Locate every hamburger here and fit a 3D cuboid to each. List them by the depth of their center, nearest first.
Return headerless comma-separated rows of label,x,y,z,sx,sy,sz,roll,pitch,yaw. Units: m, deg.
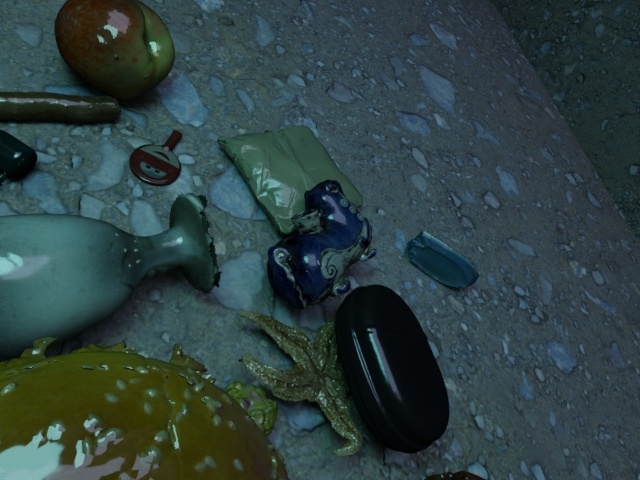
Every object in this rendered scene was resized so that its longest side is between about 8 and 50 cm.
hamburger,-0.241,0.234,0.443,0.445,0.268,0.287,7,52,-26

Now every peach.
peach,-0.425,-0.392,0.867,0.232,0.232,0.233,16,52,-22

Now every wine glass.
wine glass,-0.333,0.038,0.618,0.356,0.190,0.191,-18,70,-38

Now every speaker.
speaker,-0.528,-0.128,0.707,0.075,0.060,0.095,34,83,-8

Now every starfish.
starfish,-0.002,0.222,0.785,0.299,0.060,0.302,49,33,15

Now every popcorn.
popcorn,-0.116,0.272,0.656,0.096,0.109,0.089,11,92,10

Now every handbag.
handbag,0.140,0.228,0.803,0.253,0.093,0.308,16,49,-51

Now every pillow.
pillow,-0.056,-0.161,1.004,0.280,0.076,0.274,-22,72,-41

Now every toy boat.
toy boat,0.318,0.040,1.094,0.215,0.088,0.102,33,44,-7

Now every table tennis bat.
table tennis bat,-0.328,-0.174,0.884,0.098,0.019,0.155,27,52,-14

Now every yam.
yam,-0.505,-0.250,0.802,0.241,0.057,0.057,-12,66,-35

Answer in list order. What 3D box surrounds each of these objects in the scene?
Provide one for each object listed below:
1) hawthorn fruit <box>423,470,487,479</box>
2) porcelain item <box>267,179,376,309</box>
hawthorn fruit,0.237,0.524,0.672,0.165,0.165,0.286,7,62,-28
porcelain item,0.000,0.000,0.851,0.288,0.137,0.186,-42,111,-45
